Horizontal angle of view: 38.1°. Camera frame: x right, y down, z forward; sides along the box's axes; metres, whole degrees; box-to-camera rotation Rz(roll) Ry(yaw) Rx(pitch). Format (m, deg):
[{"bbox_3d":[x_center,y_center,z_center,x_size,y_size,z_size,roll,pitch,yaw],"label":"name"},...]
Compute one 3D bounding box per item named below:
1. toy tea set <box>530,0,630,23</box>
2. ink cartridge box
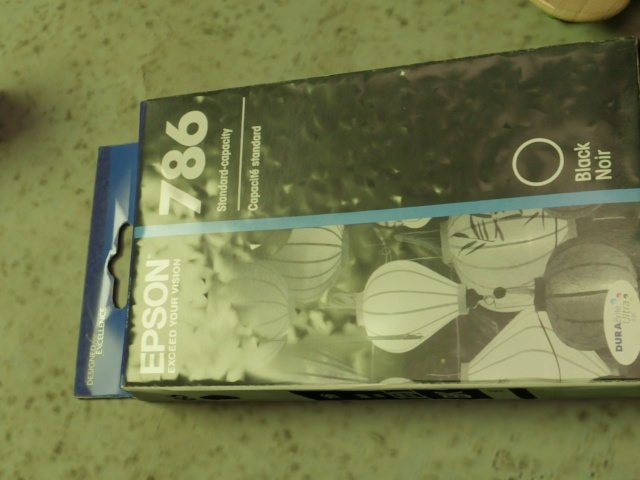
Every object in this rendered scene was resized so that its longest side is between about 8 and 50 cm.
[{"bbox_3d":[0.065,-0.250,0.520,0.199,0.124,0.336,-11,65,-13],"label":"toy tea set"},{"bbox_3d":[0.000,0.000,0.483,0.332,0.065,0.166,-5,74,21],"label":"ink cartridge box"}]
